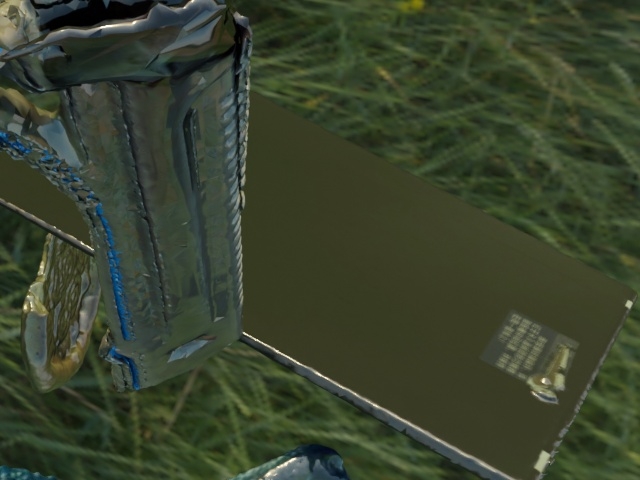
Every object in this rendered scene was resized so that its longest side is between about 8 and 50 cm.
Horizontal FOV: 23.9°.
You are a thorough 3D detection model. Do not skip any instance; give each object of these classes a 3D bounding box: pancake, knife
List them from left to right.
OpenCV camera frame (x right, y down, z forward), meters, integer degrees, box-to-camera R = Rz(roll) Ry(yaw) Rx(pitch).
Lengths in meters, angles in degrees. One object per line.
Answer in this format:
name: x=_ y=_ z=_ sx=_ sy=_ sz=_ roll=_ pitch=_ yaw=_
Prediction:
pancake: x=-0.252 y=0.038 z=1.520 sx=0.212 sy=0.029 sz=0.235 roll=49 pitch=51 yaw=-79
knife: x=-0.066 y=-0.008 z=0.553 sx=0.089 sy=0.043 sz=0.365 roll=-16 pitch=161 yaw=-7

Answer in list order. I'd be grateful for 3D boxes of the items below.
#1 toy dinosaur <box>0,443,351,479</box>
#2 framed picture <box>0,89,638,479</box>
toy dinosaur: x=-0.165 y=0.156 z=0.721 sx=0.363 sy=0.076 sz=0.147 roll=6 pitch=74 yaw=-6
framed picture: x=0.000 y=0.000 z=0.844 sx=0.255 sy=0.339 sz=0.014 roll=-43 pitch=158 yaw=-60
